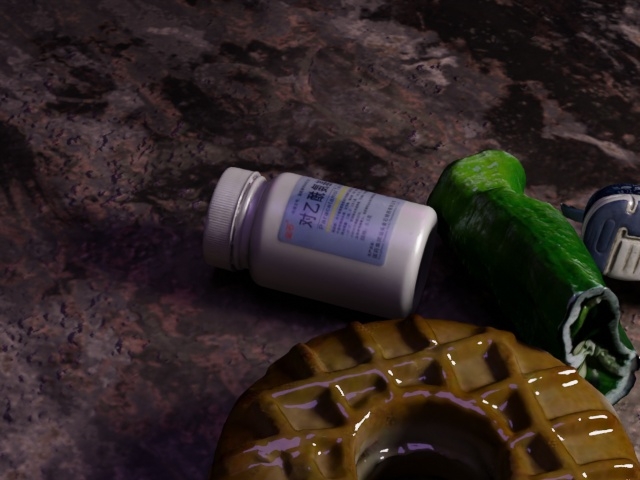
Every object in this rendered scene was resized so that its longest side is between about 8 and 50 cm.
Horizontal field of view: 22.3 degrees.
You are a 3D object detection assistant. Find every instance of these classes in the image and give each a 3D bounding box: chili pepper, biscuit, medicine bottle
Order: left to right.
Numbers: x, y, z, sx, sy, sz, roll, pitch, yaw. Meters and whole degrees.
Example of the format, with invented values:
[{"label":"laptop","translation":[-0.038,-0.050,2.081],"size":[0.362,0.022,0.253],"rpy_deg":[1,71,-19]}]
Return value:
[{"label":"medicine bottle","translation":[0.000,0.000,1.395],"size":[0.186,0.103,0.103],"rpy_deg":[14,44,11]},{"label":"biscuit","translation":[0.079,0.189,1.200],"size":[0.332,0.103,0.332],"rpy_deg":[1,43,-1]},{"label":"chili pepper","translation":[0.170,0.012,1.384],"size":[0.099,0.136,0.270],"rpy_deg":[-37,44,6]}]

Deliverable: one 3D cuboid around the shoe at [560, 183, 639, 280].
[{"label":"shoe","translation":[0.318,-0.003,1.430],"size":[0.207,0.091,0.106],"rpy_deg":[12,16,-10]}]
